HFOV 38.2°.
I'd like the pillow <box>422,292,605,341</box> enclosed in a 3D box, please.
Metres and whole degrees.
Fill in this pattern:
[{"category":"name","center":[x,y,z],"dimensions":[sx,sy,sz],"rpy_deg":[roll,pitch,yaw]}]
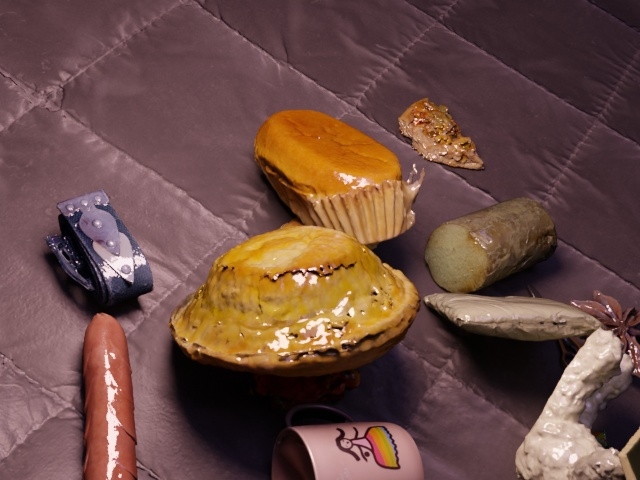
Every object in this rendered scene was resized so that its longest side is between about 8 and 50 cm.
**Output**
[{"category":"pillow","center":[0.362,0.146,1.775],"dimensions":[0.280,0.274,0.076],"rpy_deg":[4,93,-8]}]

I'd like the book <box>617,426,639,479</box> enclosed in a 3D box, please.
[{"category":"book","center":[0.576,0.393,1.528],"dimensions":[0.289,0.026,0.201],"rpy_deg":[-16,84,-54]}]

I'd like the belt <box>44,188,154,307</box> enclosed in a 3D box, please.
[{"category":"belt","center":[-0.400,0.028,1.656],"dimensions":[0.128,0.122,0.218],"rpy_deg":[-22,57,-31]}]

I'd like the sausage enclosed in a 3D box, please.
[{"category":"sausage","center":[-0.340,0.306,1.483],"dimensions":[0.087,0.088,0.433],"rpy_deg":[3,53,-18]}]

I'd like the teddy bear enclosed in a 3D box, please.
[{"category":"teddy bear","center":[0.538,0.413,1.589],"dimensions":[0.362,0.327,0.375],"rpy_deg":[35,85,35]}]

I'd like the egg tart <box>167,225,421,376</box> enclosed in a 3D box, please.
[{"category":"egg tart","center":[-0.050,0.085,1.578],"dimensions":[0.443,0.178,0.443],"rpy_deg":[-6,17,2]}]

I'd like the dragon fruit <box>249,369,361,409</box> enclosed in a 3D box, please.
[{"category":"dragon fruit","center":[-0.020,0.235,1.635],"dimensions":[0.207,0.150,0.133],"rpy_deg":[9,80,-22]}]

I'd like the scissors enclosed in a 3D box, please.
[{"category":"scissors","center":[0.494,0.179,1.937],"dimensions":[0.088,0.017,0.220],"rpy_deg":[-12,58,-29]}]

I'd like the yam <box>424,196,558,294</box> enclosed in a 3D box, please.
[{"category":"yam","center":[0.365,0.005,1.940],"dimensions":[0.268,0.161,0.161],"rpy_deg":[-18,61,-34]}]

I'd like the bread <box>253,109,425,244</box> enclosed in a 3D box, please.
[{"category":"bread","center":[0.018,-0.134,1.824],"dimensions":[0.236,0.183,0.388],"rpy_deg":[-27,38,-30]}]

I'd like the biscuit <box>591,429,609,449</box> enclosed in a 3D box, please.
[{"category":"biscuit","center":[0.517,0.388,1.780],"dimensions":[0.089,0.016,0.046],"rpy_deg":[3,52,-19]}]

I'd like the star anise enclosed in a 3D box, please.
[{"category":"star anise","center":[0.601,0.186,1.929],"dimensions":[0.197,0.073,0.212],"rpy_deg":[35,41,4]}]

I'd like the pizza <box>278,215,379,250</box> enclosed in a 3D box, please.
[{"category":"pizza","center":[0.009,0.001,1.865],"dimensions":[0.204,0.081,0.188],"rpy_deg":[-29,44,-32]}]

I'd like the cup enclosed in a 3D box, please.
[{"category":"cup","center":[0.036,0.369,1.515],"dimensions":[0.200,0.191,0.253],"rpy_deg":[-1,38,-25]}]

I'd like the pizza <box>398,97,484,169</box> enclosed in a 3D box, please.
[{"category":"pizza","center":[0.281,-0.249,2.167],"dimensions":[0.147,0.069,0.226],"rpy_deg":[-19,62,-34]}]
